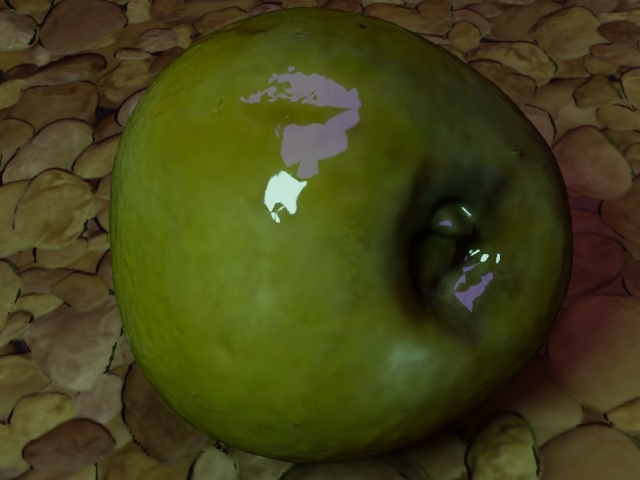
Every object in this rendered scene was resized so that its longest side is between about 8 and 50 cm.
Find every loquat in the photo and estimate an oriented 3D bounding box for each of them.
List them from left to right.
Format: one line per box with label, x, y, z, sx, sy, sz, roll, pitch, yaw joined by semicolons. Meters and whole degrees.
loquat;0.000;0.000;0.664;0.274;0.275;0.275;-2;44;2
